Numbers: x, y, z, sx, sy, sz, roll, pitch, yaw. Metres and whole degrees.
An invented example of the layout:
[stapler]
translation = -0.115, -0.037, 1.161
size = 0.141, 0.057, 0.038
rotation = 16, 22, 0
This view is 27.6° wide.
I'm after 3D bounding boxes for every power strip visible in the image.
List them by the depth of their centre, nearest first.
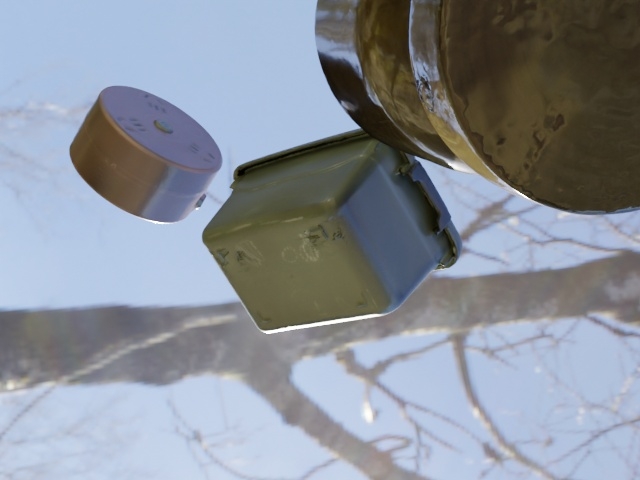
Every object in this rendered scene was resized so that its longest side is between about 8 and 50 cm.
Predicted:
[power strip]
translation = -0.181, -0.091, 1.379
size = 0.078, 0.154, 0.154
rotation = -55, -127, 22

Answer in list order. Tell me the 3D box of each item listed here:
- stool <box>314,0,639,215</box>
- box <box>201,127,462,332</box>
[stool]
translation = 0.110, -0.121, 0.742
size = 0.264, 0.179, 0.179
rotation = -141, -127, -74
[box]
translation = 0.000, 0.000, 0.943
size = 0.172, 0.093, 0.124
rotation = -13, -63, 43
